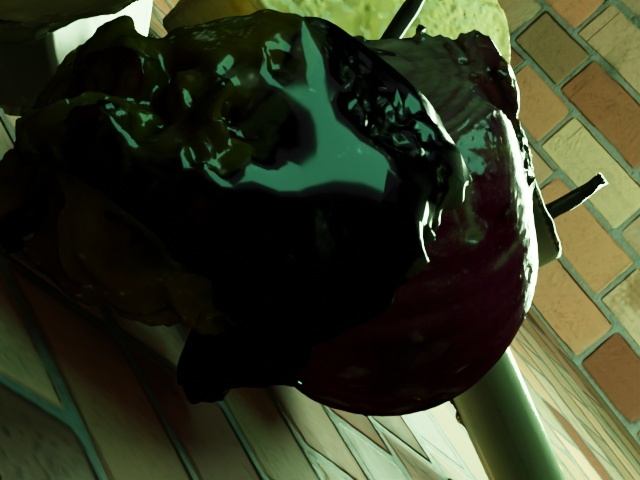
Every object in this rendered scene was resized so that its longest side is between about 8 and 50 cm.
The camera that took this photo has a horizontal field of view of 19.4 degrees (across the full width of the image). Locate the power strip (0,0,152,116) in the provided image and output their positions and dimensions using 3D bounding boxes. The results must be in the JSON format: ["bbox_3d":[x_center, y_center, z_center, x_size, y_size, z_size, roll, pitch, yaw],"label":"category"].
[{"bbox_3d":[-0.161,-0.149,1.118,0.078,0.154,0.154,7,-6,18],"label":"power strip"}]

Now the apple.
[{"bbox_3d":[0.025,-0.193,1.889,0.309,0.314,0.252,44,21,-13],"label":"apple"}]

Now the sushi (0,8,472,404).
[{"bbox_3d":[-0.058,-0.031,0.959,0.204,0.200,0.213,46,31,-18],"label":"sushi"}]

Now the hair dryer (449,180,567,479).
[{"bbox_3d":[0.120,0.097,1.481,0.128,0.203,0.362,-110,176,-71],"label":"hair dryer"}]

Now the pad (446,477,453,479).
[{"bbox_3d":[0.197,0.320,1.326,0.367,0.007,0.247,50,8,9],"label":"pad"}]

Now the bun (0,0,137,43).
[{"bbox_3d":[-0.178,-0.180,0.880,0.259,0.152,0.259,28,-12,6],"label":"bun"}]

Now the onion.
[{"bbox_3d":[0.031,0.002,1.206,0.256,0.272,0.230,46,20,-48],"label":"onion"}]

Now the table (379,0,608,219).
[{"bbox_3d":[0.086,-0.055,1.668,0.317,0.249,0.317,47,8,-8],"label":"table"}]
